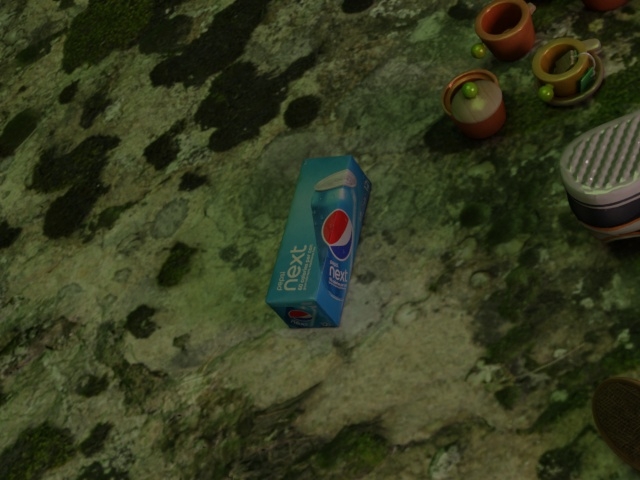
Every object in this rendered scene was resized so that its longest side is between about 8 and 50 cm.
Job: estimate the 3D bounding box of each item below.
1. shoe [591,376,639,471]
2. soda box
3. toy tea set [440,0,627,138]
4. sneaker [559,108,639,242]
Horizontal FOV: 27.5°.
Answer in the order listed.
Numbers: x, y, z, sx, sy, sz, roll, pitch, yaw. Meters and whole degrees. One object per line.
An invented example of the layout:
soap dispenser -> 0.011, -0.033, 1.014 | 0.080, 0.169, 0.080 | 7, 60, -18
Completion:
shoe -> 0.349, 0.204, 1.257 | 0.219, 0.058, 0.076 | 39, 101, 46
soda box -> 0.000, 0.000, 1.593 | 0.071, 0.067, 0.210 | -4, 57, 28
toy tea set -> 0.262, -0.277, 1.603 | 0.200, 0.124, 0.336 | 8, 62, 34
sneaker -> 0.414, -0.097, 1.389 | 0.321, 0.127, 0.126 | -20, 51, 7
